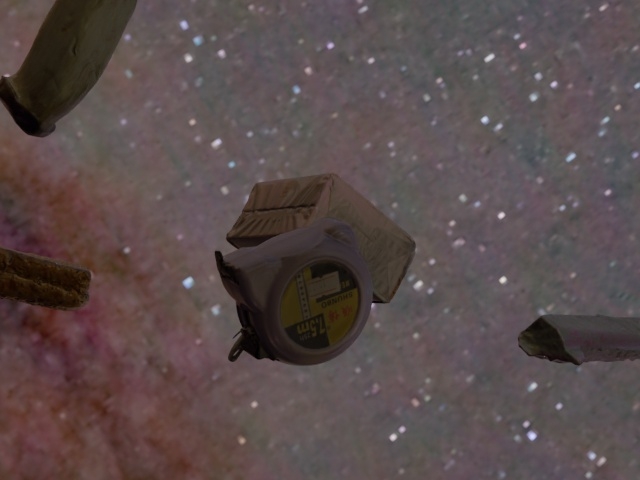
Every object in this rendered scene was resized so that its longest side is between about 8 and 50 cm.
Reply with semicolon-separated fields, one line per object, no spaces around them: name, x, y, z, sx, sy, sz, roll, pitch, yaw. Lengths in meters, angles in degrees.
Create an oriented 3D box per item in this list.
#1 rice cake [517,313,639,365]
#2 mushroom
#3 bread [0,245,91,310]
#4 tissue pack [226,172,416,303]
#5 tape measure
rice cake;0.329;0.122;1.469;0.081;0.290;0.051;42;-67;33
mushroom;-0.296;-0.283;1.625;0.087;0.333;0.107;27;-7;26
bread;-0.466;0.058;2.018;0.114;0.210;0.083;166;-64;-78
tissue pack;0.000;0.000;1.888;0.185;0.124;0.225;38;-21;-26
tape measure;-0.030;0.070;1.619;0.105;0.196;0.179;22;-55;57
